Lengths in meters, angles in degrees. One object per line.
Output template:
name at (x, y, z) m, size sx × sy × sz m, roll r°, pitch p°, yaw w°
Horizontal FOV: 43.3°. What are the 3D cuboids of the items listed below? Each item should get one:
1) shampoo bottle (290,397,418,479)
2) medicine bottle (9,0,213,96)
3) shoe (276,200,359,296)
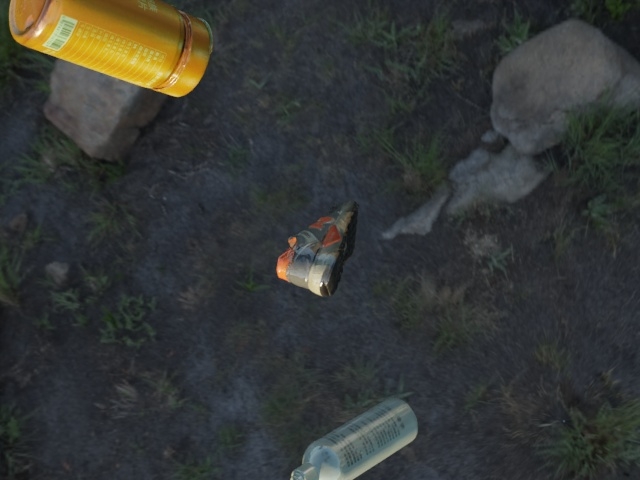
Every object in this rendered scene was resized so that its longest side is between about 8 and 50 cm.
shampoo bottle at (0.023, 0.225, 0.848) m, size 0.056 × 0.195 × 0.056 m, roll 18°, pitch 116°, yaw 42°
medicine bottle at (-0.218, -0.223, 0.852) m, size 0.096 × 0.192 × 0.096 m, roll -12°, pitch 72°, yaw 43°
shoe at (0.000, -0.001, 1.033) m, size 0.077 × 0.194 × 0.074 m, roll 10°, pitch 121°, yaw 9°
